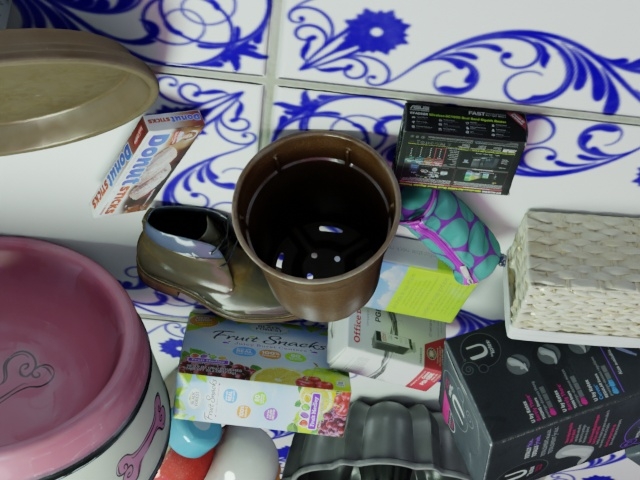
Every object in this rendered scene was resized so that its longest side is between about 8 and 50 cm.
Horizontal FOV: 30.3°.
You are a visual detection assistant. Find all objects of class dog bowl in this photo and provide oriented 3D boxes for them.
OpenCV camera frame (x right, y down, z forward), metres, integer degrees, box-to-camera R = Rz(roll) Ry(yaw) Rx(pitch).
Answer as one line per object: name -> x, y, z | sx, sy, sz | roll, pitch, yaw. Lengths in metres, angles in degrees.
dog bowl -> -0.368, 0.156, 1.305 | 0.407, 0.408, 0.150 | 6, 131, -2

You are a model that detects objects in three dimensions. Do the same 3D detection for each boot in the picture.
boot -> -0.105, 0.027, 1.324 | 0.219, 0.082, 0.106 | 12, 145, 5

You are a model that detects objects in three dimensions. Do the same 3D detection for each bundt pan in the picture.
bundt pan -> 0.096, 0.338, 1.762 | 0.330, 0.124, 0.331 | 2, 147, 1

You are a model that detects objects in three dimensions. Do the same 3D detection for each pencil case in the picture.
pencil case -> 0.135, -0.010, 1.259 | 0.064, 0.070, 0.151 | -18, 141, 31

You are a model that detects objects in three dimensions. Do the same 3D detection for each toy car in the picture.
toy car -> -0.141, 0.303, 1.605 | 0.238, 0.210, 0.219 | 38, 126, -13

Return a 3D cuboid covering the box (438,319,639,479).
box -> 0.288, 0.169, 1.376 | 0.270, 0.143, 0.165 | -17, 147, -9

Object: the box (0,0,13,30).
box -> -0.355, -0.209, 1.000 | 0.137, 0.072, 0.126 | -8, 146, 17

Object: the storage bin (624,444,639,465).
storage bin -> 0.476, 0.270, 1.642 | 0.098, 0.091, 0.135 | -22, 140, 35

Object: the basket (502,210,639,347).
basket -> 0.289, 0.041, 1.282 | 0.167, 0.113, 0.103 | 3, 146, 1

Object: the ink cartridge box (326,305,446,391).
ink cartridge box -> 0.082, 0.116, 1.435 | 0.135, 0.099, 0.056 | 16, 144, -19

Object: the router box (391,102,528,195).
router box -> 0.136, -0.089, 1.164 | 0.122, 0.038, 0.092 | 6, 147, -2

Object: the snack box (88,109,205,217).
snack box -> -0.180, -0.077, 1.211 | 0.064, 0.022, 0.178 | -10, 158, -34

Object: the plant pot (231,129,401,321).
plant pot -> 0.000, 0.000, 1.218 | 0.166, 0.167, 0.165 | 2, 155, 4

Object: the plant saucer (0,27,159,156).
plant saucer -> -0.284, -0.128, 1.054 | 0.277, 0.041, 0.278 | -12, 171, -2

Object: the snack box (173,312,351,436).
snack box -> -0.071, 0.163, 1.459 | 0.207, 0.174, 0.070 | 8, 110, -4

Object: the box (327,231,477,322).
box -> 0.085, 0.041, 1.369 | 0.178, 0.042, 0.109 | 11, 146, -8
